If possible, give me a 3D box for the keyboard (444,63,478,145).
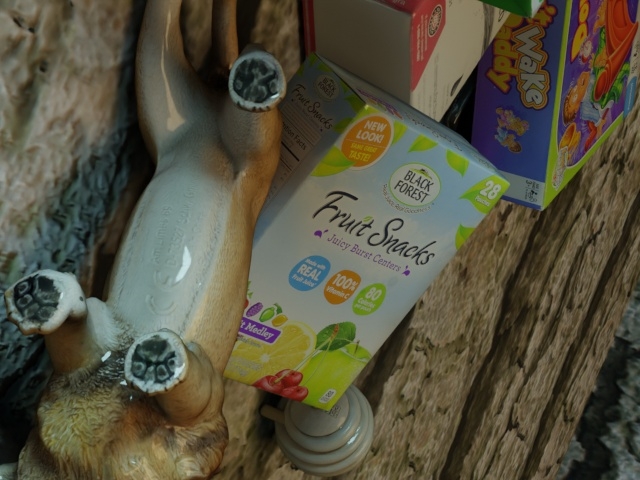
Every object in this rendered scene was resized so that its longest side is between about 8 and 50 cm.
[{"bbox_3d":[0.156,-0.128,1.759,0.108,0.023,0.180,-60,161,-3],"label":"keyboard"}]

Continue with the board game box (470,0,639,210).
[{"bbox_3d":[0.226,-0.233,1.686,0.233,0.078,0.347,-44,144,-49],"label":"board game box"}]

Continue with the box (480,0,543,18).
[{"bbox_3d":[0.034,-0.266,0.896,0.231,0.262,0.127,-59,160,-27],"label":"box"}]

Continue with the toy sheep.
[{"bbox_3d":[0.001,0.150,1.545,0.091,0.091,0.132,-62,160,-15],"label":"toy sheep"}]

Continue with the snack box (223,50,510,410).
[{"bbox_3d":[0.000,0.000,1.228,0.174,0.070,0.207,23,108,-49],"label":"snack box"}]

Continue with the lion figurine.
[{"bbox_3d":[-0.085,0.008,1.082,0.240,0.142,0.392,79,33,-69],"label":"lion figurine"}]

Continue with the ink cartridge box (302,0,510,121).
[{"bbox_3d":[0.077,-0.192,1.363,0.218,0.092,0.158,-58,159,-32],"label":"ink cartridge box"}]
